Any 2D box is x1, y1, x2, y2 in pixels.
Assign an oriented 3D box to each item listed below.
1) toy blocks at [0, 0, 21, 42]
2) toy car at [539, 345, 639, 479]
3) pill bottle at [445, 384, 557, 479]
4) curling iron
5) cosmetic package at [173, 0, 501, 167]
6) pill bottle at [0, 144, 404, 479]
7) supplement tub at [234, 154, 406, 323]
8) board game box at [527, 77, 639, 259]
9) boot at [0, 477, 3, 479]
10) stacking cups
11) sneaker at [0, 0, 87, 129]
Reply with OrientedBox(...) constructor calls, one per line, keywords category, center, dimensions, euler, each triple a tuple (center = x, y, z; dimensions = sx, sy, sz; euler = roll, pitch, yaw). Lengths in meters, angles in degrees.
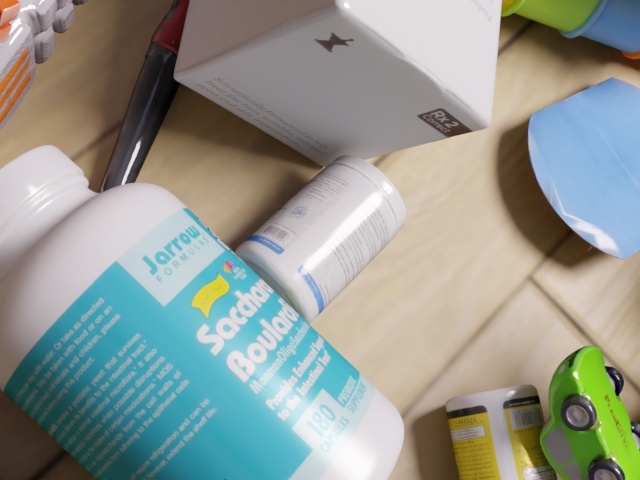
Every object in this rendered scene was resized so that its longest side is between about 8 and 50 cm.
OrientedBox(category="toy blocks", center=(-0.211, -0.106, 0.464), dimensions=(0.148, 0.054, 0.123), euler=(45, 99, -1))
OrientedBox(category="toy car", center=(0.194, 0.177, 0.559), dimensions=(0.239, 0.053, 0.225), euler=(-25, 92, -51))
OrientedBox(category="pill bottle", center=(0.126, 0.159, 0.583), dimensions=(0.065, 0.065, 0.116), euler=(-4, 75, -19))
OrientedBox(category="curling iron", center=(-0.093, -0.133, 0.619), dimensions=(0.068, 0.035, 0.274), euler=(27, 67, -8))
OrientedBox(category="cosmetic package", center=(0.020, -0.170, 0.577), dimensions=(0.151, 0.151, 0.184), euler=(27, 64, -41))
OrientedBox(category="pill bottle", center=(-0.090, 0.068, 0.498), dimensions=(0.264, 0.146, 0.146), euler=(44, 66, -2))
OrientedBox(category="supplement tub", center=(0.000, 0.000, 0.589), dimensions=(0.071, 0.071, 0.107), euler=(47, 66, 0))
OrientedBox(category="board game box", center=(0.234, -0.056, 0.704), dimensions=(0.168, 0.033, 0.133), euler=(-26, 78, -28))
OrientedBox(category="boot", center=(-0.199, 0.214, 0.458), dimensions=(0.213, 0.077, 0.165), euler=(45, 64, 3))
OrientedBox(category="stacking cups", center=(0.245, -0.202, 0.730), dimensions=(0.316, 0.096, 0.096), euler=(15, 70, -18))
OrientedBox(category="sneaker", center=(-0.222, -0.227, 0.558), dimensions=(0.180, 0.124, 0.321), euler=(31, 67, -8))
